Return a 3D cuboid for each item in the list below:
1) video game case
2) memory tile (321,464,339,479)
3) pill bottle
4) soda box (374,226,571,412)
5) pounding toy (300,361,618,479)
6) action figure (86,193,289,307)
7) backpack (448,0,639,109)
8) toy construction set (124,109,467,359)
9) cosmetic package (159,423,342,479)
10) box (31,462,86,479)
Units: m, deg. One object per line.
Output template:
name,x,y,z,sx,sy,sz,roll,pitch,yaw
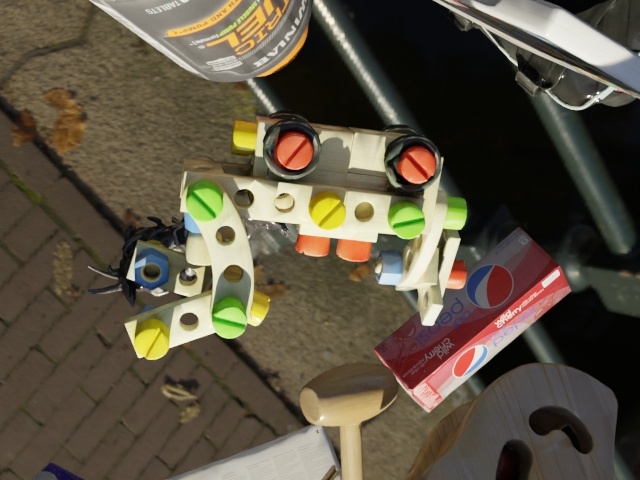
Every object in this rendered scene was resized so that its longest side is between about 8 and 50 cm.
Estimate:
video game case,0.157,-0.151,0.681,0.201,0.183,0.023,14,108,-43
memory tile,-0.035,0.279,0.876,0.113,0.012,0.148,-42,167,-53
pill bottle,-0.081,-0.190,0.665,0.245,0.130,0.130,22,82,-74
soda box,0.208,0.108,1.290,0.263,0.092,0.083,-40,143,1
pounding toy,0.110,0.180,0.587,0.154,0.155,0.270,-21,72,-30
action figure,-0.166,0.022,1.245,0.275,0.164,0.141,-27,123,14
backpack,0.264,-0.266,0.835,0.191,0.225,0.253,-17,150,-44
toy construction set,0.000,0.000,0.824,0.327,0.151,0.215,2,106,-24
cosmetic package,-0.092,0.306,1.157,0.239,0.060,0.099,-20,84,0
box,-0.313,0.335,1.074,0.137,0.126,0.072,-44,117,-29
